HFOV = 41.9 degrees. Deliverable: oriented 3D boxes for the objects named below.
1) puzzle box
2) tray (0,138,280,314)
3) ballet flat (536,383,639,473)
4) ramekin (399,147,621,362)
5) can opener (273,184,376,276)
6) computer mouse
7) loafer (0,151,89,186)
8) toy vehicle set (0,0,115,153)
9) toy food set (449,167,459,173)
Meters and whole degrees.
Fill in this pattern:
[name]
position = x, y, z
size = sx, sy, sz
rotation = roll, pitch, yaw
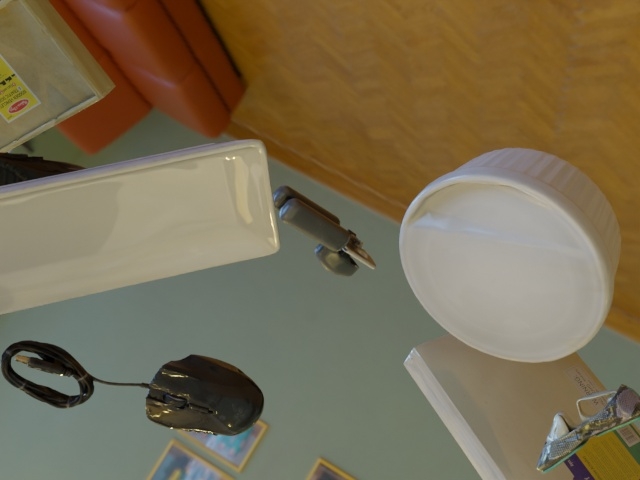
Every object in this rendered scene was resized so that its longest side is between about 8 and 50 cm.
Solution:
[puzzle box]
position = 0.344, 0.294, 1.261
size = 0.408, 0.272, 0.052
rotation = 56, 144, 28
[tray]
position = -0.167, -0.009, 0.584
size = 0.145, 0.271, 0.030
rotation = 87, 169, -60
[ballet flat]
position = 0.227, 0.159, 0.724
size = 0.041, 0.114, 0.041
rotation = 37, -152, -24
[ramekin]
position = 0.244, 0.008, 1.042
size = 0.273, 0.127, 0.272
rotation = 22, 134, 25
[can opener]
position = 0.000, 0.000, 1.486
size = 0.283, 0.095, 0.076
rotation = 30, -162, -48
[computer mouse]
position = -0.166, 0.135, 0.759
size = 0.242, 0.071, 0.041
rotation = 12, -170, -17
[loafer]
position = -0.365, -0.066, 1.025
size = 0.220, 0.080, 0.078
rotation = 10, -164, -33
[toy vehicle set]
position = -0.426, -0.218, 1.128
size = 0.267, 0.035, 0.166
rotation = -19, 120, 32
[toy food set]
position = 0.267, -0.089, 1.708
size = 0.019, 0.122, 0.078
rotation = 3, -174, -11
